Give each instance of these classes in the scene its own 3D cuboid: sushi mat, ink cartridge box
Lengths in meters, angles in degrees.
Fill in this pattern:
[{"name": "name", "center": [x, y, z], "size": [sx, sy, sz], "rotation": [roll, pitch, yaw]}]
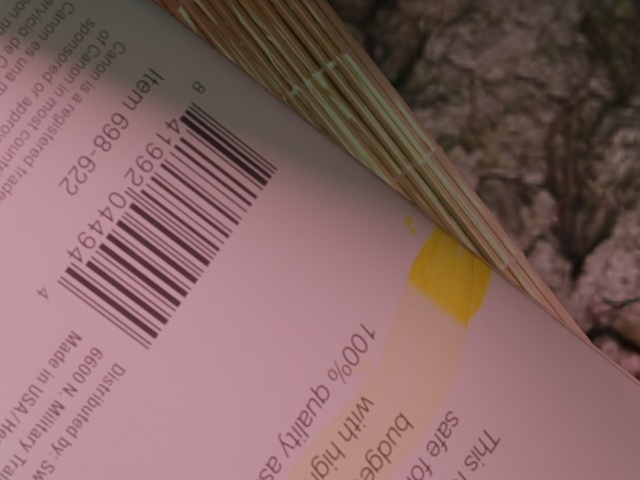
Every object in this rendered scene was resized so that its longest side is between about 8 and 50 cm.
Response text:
[{"name": "sushi mat", "center": [0.000, 0.000, 0.861], "size": [0.151, 0.019, 0.316], "rotation": [-38, 93, -3]}, {"name": "ink cartridge box", "center": [-0.056, 0.110, 0.673], "size": [0.384, 0.160, 0.279], "rotation": [38, 71, -8]}]
